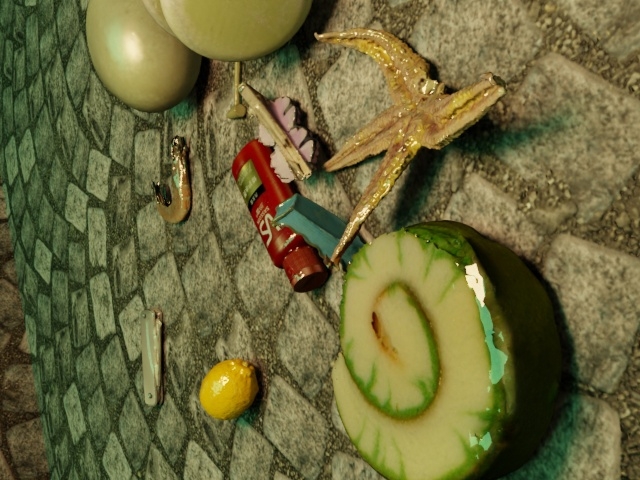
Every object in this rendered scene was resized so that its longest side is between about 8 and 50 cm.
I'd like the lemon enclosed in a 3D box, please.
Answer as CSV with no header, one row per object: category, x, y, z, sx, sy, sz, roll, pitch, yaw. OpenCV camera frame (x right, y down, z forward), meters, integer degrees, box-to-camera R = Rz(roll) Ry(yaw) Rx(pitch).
lemon,-0.191,0.312,1.410,0.155,0.114,0.114,-52,52,25

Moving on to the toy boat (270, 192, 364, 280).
toy boat,0.000,0.000,1.128,0.077,0.185,0.075,-48,18,30

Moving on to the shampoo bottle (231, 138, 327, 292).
shampoo bottle,-0.081,-0.047,1.282,0.118,0.076,0.314,-49,55,37

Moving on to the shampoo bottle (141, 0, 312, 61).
shampoo bottle,-0.171,-0.499,1.180,0.322,0.322,0.317,-57,41,36

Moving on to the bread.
bread,0.156,0.164,0.954,0.382,0.129,0.366,-46,55,43

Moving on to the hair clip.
hair clip,-0.076,-0.204,1.245,0.106,0.084,0.292,-40,53,10

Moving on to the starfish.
starfish,0.091,-0.172,0.999,0.383,0.132,0.398,-55,40,32

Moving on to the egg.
egg,-0.398,-0.464,1.520,0.258,0.258,0.352,-28,73,49

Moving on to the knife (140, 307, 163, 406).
knife,-0.446,0.312,1.787,0.073,0.041,0.265,2,93,42

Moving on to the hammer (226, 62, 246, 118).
hammer,-0.182,-0.360,1.444,0.060,0.028,0.195,2,90,58

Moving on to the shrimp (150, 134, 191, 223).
shrimp,-0.369,-0.152,1.666,0.152,0.046,0.219,8,99,48
